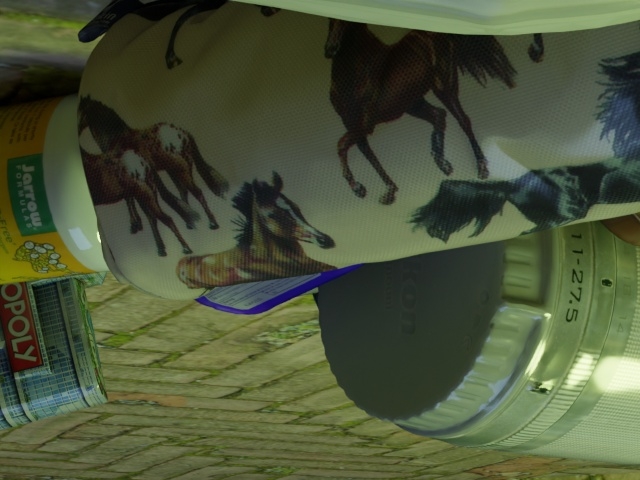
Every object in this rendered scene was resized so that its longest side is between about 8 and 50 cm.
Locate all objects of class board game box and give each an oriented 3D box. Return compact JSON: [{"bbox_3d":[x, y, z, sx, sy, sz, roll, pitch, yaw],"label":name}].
[{"bbox_3d":[-0.235,0.040,1.239,0.194,0.194,0.060,-15,165,-1],"label":"board game box"}]

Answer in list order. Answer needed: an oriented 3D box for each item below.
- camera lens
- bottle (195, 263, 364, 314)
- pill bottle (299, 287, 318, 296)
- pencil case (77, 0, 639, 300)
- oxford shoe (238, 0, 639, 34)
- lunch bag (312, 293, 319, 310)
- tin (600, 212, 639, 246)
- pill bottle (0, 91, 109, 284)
[{"bbox_3d":[0.164,0.041,1.123,0.274,0.219,0.219,11,161,-34],"label":"camera lens"},{"bbox_3d":[-0.004,-0.032,1.042,0.092,0.118,0.283,15,160,-25],"label":"bottle"},{"bbox_3d":[0.000,0.000,1.230,0.137,0.078,0.078,-13,160,38],"label":"pill bottle"},{"bbox_3d":[0.072,-0.089,0.762,0.410,0.183,0.160,-13,142,33],"label":"pencil case"},{"bbox_3d":[0.000,-0.167,0.532,0.449,0.169,0.130,2,142,-7],"label":"oxford shoe"},{"bbox_3d":[0.039,0.032,1.328,0.065,0.067,0.098,9,129,-36],"label":"lunch bag"},{"bbox_3d":[0.243,-0.041,1.041,0.190,0.106,0.040,11,157,-34],"label":"tin"},{"bbox_3d":[-0.178,-0.033,1.036,0.208,0.117,0.117,-7,163,22],"label":"pill bottle"}]
